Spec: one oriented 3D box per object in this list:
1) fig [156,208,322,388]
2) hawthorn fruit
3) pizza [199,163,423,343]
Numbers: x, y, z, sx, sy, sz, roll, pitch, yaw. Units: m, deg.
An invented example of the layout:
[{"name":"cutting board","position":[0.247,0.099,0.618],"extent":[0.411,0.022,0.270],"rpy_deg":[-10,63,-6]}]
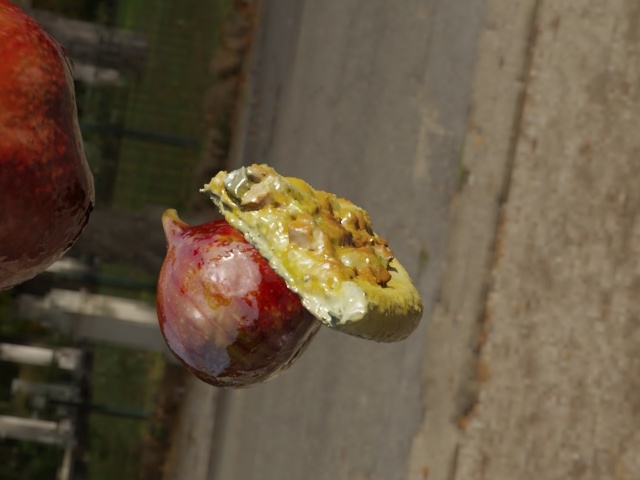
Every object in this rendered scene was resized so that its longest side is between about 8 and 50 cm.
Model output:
[{"name":"fig","position":[-0.095,0.040,1.442],"extent":[0.175,0.207,0.175],"rpy_deg":[-45,-7,-7]},{"name":"hawthorn fruit","position":[-0.288,-0.068,1.090],"extent":[0.266,0.210,0.230],"rpy_deg":[-8,-76,-58]},{"name":"pizza","position":[0.000,0.000,1.172],"extent":[0.058,0.197,0.292],"rpy_deg":[-53,4,10]}]
